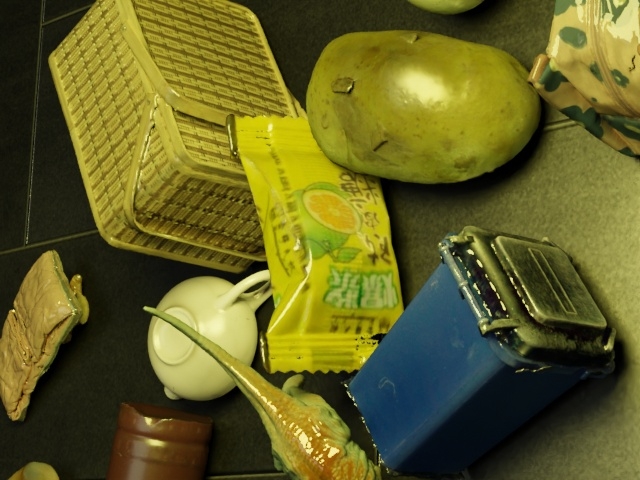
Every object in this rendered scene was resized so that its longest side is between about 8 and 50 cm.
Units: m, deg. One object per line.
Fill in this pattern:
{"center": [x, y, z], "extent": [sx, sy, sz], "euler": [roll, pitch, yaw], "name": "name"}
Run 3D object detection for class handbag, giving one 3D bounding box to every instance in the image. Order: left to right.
{"center": [0.291, -0.214, 1.336], "extent": [0.190, 0.193, 0.251], "euler": [-6, 76, 39], "name": "handbag"}

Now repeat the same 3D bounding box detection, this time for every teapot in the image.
{"center": [-0.134, 0.108, 1.742], "extent": [0.226, 0.092, 0.145], "euler": [-41, 64, 24], "name": "teapot"}

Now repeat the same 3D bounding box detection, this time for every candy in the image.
{"center": [0.000, 0.000, 1.575], "extent": [0.081, 0.187, 0.297], "euler": [-40, 53, 54], "name": "candy"}

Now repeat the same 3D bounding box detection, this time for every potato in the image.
{"center": [0.087, -0.155, 1.531], "extent": [0.271, 0.111, 0.160], "euler": [13, 67, 33], "name": "potato"}

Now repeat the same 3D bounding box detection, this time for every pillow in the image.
{"center": [-0.387, 0.128, 1.994], "extent": [0.232, 0.043, 0.126], "euler": [-58, 42, 34], "name": "pillow"}

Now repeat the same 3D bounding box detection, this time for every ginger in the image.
{"center": [-0.322, 0.094, 1.970], "extent": [0.048, 0.030, 0.097], "euler": [32, 109, 57], "name": "ginger"}

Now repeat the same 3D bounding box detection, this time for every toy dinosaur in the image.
{"center": [-0.026, 0.193, 1.523], "extent": [0.092, 0.393, 0.205], "euler": [-37, 15, -4], "name": "toy dinosaur"}

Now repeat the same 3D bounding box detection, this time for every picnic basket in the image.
{"center": [-0.149, -0.138, 1.725], "extent": [0.175, 0.228, 0.313], "euler": [-43, 52, 31], "name": "picnic basket"}

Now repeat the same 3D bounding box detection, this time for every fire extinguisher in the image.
{"center": [-0.212, 0.362, 1.720], "extent": [0.114, 0.135, 0.337], "euler": [10, 87, 17], "name": "fire extinguisher"}

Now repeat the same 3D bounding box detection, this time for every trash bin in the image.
{"center": [0.139, 0.112, 1.418], "extent": [0.234, 0.184, 0.162], "euler": [-49, 49, 31], "name": "trash bin"}

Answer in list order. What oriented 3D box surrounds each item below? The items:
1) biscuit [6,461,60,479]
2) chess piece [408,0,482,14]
{"center": [-0.414, 0.444, 1.943], "extent": [0.290, 0.062, 0.237], "euler": [-37, 57, 32], "name": "biscuit"}
{"center": [0.191, -0.361, 1.498], "extent": [0.330, 0.182, 0.182], "euler": [-47, 51, 32], "name": "chess piece"}
